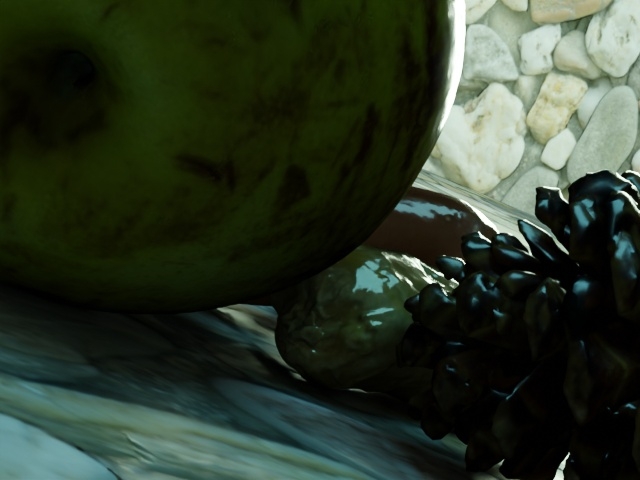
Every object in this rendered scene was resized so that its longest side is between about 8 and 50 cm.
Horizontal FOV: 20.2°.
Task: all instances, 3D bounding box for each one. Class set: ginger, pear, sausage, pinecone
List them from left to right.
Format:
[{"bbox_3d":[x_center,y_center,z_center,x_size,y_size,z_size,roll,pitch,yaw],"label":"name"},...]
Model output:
[{"bbox_3d":[-0.074,-0.092,0.757,0.283,0.283,0.283,24,6,-3],"label":"pear"},{"bbox_3d":[0.000,0.000,0.929,0.194,0.077,0.077,6,12,-19],"label":"sausage"},{"bbox_3d":[0.048,0.048,0.868,0.190,0.069,0.095,19,27,-43],"label":"ginger"},{"bbox_3d":[0.116,0.047,0.770,0.173,0.173,0.173,24,6,-3],"label":"pinecone"}]
